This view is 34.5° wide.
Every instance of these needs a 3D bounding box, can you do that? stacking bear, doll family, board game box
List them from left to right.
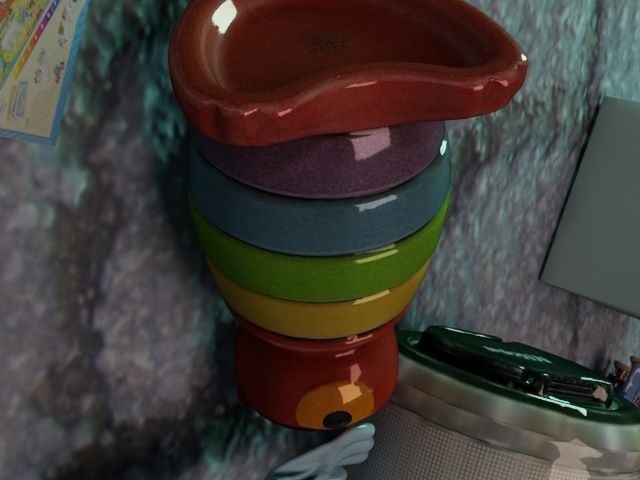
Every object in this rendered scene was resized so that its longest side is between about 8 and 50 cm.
[{"bbox_3d":[-0.155,-0.128,0.481,0.103,0.026,0.154,9,98,-51],"label":"board game box"},{"bbox_3d":[0.000,0.000,0.619,0.175,0.164,0.289,-9,129,-14],"label":"stacking bear"},{"bbox_3d":[0.341,0.208,1.174,0.111,0.076,0.193,-54,134,-13],"label":"doll family"}]

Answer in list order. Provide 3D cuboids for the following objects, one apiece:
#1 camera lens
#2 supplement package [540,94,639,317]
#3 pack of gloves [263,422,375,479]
[{"bbox_3d":[0.111,0.215,0.781,0.219,0.219,0.274,11,96,-51],"label":"camera lens"},{"bbox_3d":[0.390,-0.001,1.040,0.262,0.198,0.199,18,92,-52],"label":"supplement package"},{"bbox_3d":[-0.074,0.190,0.664,0.232,0.046,0.195,-14,145,-49],"label":"pack of gloves"}]
